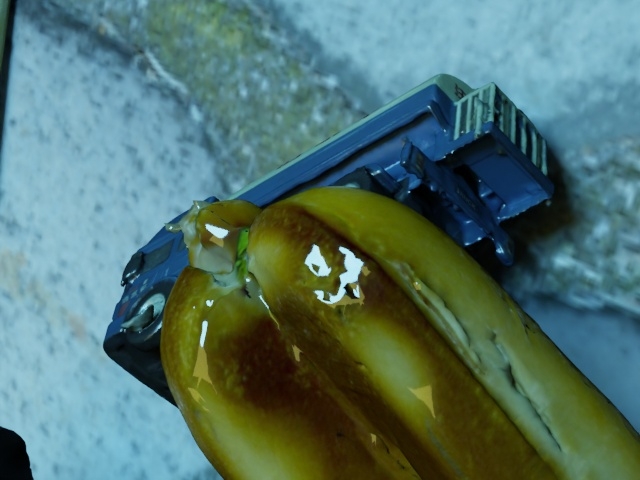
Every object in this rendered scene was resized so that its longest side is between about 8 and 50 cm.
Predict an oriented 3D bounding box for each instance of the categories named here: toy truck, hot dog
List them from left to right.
[{"bbox_3d":[0.000,0.000,0.622,0.202,0.074,0.088,-28,37,33],"label":"toy truck"},{"bbox_3d":[0.069,0.109,0.539,0.135,0.100,0.337,-38,93,31],"label":"hot dog"}]

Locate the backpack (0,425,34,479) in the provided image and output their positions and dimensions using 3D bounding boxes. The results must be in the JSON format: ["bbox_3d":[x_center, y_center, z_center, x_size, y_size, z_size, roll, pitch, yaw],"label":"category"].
[{"bbox_3d":[-0.148,0.295,0.657,0.363,0.255,0.445,28,123,33],"label":"backpack"}]

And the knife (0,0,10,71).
[{"bbox_3d":[-0.159,-0.159,0.773,0.047,0.017,0.298,13,97,33],"label":"knife"}]
